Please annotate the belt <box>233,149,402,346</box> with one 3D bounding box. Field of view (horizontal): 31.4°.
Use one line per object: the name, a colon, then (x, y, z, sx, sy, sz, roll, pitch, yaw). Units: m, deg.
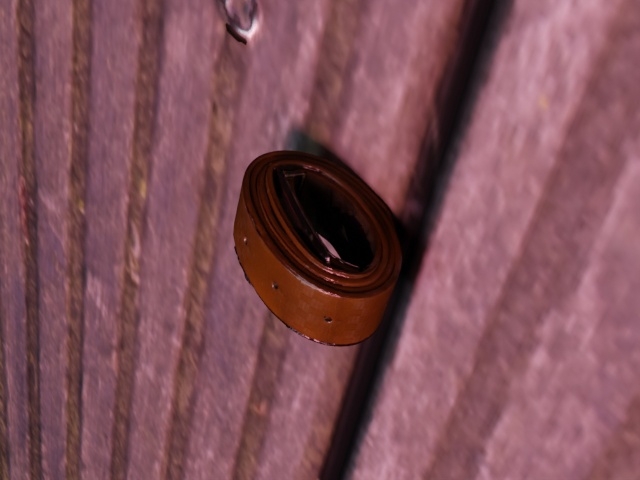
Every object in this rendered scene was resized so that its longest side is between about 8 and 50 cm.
belt: (0.000, 0.000, 0.450, 0.083, 0.059, 0.036, 57, 148, 34)
